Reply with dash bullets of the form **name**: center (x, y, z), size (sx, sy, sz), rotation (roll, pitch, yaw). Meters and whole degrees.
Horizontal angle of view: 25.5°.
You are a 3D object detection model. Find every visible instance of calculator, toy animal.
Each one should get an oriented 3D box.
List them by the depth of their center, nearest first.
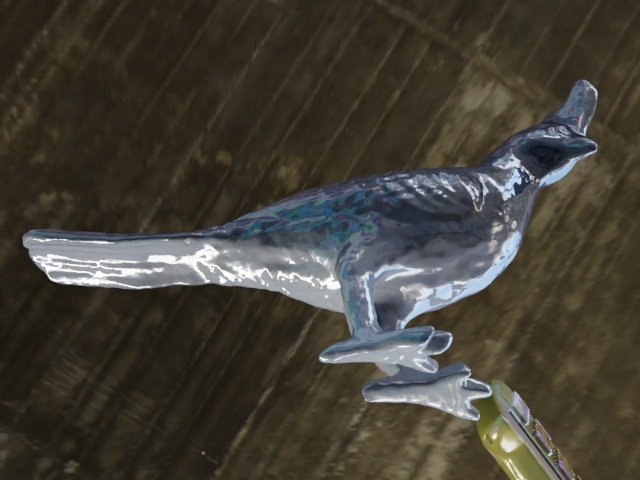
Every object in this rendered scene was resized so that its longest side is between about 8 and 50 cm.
- **toy animal**: center (0.026, 0.017, 0.807), size (0.367, 0.081, 0.206), rotation (-17, -138, -8)
- **calculator**: center (0.180, 0.184, 1.155), size (0.033, 0.236, 0.157), rotation (-39, -97, 9)
